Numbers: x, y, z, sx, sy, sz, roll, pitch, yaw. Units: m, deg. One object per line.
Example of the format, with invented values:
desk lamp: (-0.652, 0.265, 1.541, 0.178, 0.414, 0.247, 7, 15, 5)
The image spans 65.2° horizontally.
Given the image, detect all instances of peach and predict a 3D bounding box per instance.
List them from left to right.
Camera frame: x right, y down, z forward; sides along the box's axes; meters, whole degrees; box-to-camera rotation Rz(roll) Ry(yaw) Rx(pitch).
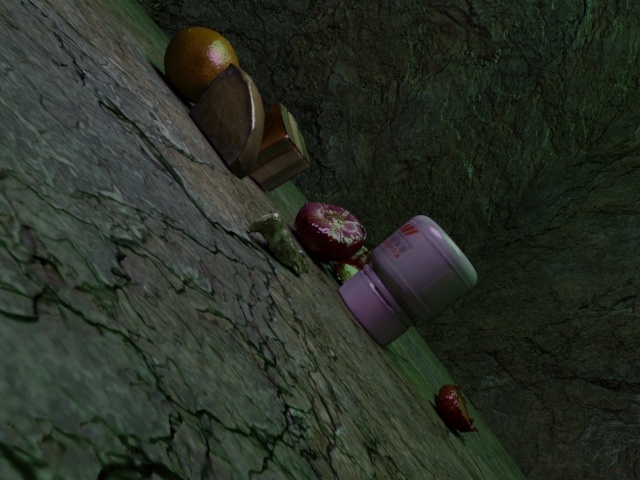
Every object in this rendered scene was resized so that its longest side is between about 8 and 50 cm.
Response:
peach: (0.139, 0.153, 1.625, 0.279, 0.068, 0.189, 42, 24, -45)

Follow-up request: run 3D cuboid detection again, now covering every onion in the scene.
onion: (0.020, -0.010, 1.487, 0.230, 0.163, 0.230, 13, 35, -10)

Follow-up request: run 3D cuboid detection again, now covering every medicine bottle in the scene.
medicine bottle: (0.236, 0.115, 1.393, 0.256, 0.325, 0.256, 50, 6, -7)

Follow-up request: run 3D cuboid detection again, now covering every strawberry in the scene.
strawberry: (0.375, 0.484, 1.398, 0.121, 0.082, 0.188, -91, 155, -51)

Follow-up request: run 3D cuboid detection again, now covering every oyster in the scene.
oyster: (-0.061, 0.011, 0.959, 0.106, 0.061, 0.200, 52, 4, 11)

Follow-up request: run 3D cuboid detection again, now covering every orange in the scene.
orange: (-0.346, -0.508, 1.464, 0.236, 0.236, 0.236, 50, 4, -5)

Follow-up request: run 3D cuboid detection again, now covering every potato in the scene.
potato: (-0.199, -0.303, 1.362, 0.264, 0.189, 0.211, 52, 4, 25)

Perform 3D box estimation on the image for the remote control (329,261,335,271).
remote control: (0.049, 0.075, 1.777, 0.123, 0.038, 0.285, 45, 9, -39)

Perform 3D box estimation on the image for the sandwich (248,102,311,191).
sandwich: (-0.162, -0.293, 1.589, 0.155, 0.198, 0.227, 49, 18, -39)

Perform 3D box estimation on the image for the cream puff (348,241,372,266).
cream puff: (0.127, 0.029, 2.260, 0.269, 0.155, 0.241, 58, 11, 13)

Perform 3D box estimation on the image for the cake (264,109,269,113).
cake: (-0.189, -0.338, 1.830, 0.196, 0.198, 0.293, 56, 9, 2)

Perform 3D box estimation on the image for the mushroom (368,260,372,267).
mushroom: (0.248, 0.164, 2.294, 0.173, 0.236, 0.162, 27, 29, 30)
